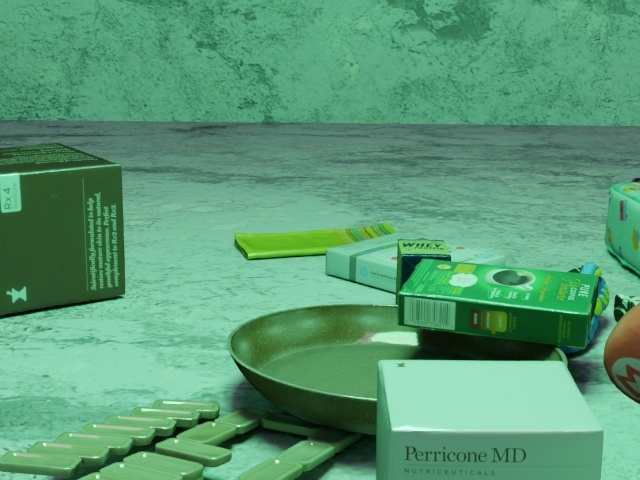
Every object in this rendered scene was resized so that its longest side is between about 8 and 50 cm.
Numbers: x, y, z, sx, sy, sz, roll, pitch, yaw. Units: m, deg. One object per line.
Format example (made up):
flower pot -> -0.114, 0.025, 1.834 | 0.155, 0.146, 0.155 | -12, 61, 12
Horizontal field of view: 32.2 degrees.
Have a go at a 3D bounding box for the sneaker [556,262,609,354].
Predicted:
sneaker -> 0.258, 0.081, 1.207 | 0.078, 0.067, 0.188 | -24, 5, 33

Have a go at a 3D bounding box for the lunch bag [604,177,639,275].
lunch bag -> 0.515, -0.014, 1.482 | 0.224, 0.108, 0.279 | 0, 13, -2

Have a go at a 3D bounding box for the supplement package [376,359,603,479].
supplement package -> 0.082, 0.162, 0.584 | 0.105, 0.179, 0.105 | 0, 13, 1

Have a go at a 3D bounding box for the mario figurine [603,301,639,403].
mario figurine -> 0.284, 0.139, 0.562 | 0.320, 0.198, 0.170 | 32, 12, 6

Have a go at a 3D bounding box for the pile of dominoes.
pile of dominoes -> -0.103, 0.178, 0.872 | 0.196, 0.040, 0.251 | 6, 7, 25

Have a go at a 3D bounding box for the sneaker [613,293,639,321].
sneaker -> 0.358, 0.082, 1.225 | 0.044, 0.040, 0.109 | 2, 14, 0

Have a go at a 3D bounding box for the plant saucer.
plant saucer -> 0.069, 0.118, 1.023 | 0.311, 0.050, 0.310 | 2, 10, 0

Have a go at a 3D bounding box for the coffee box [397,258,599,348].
coffee box -> 0.176, 0.060, 1.093 | 0.184, 0.040, 0.113 | 5, 18, 16

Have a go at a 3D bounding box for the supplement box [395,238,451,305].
supplement box -> 0.117, 0.047, 1.269 | 0.056, 0.083, 0.083 | 1, 12, 0

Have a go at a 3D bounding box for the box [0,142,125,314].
box -> -0.358, -0.021, 1.362 | 0.167, 0.168, 0.203 | -8, 16, -34

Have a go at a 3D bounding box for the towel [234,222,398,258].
towel -> 0.000, 0.000, 1.599 | 0.237, 0.021, 0.102 | -4, 13, -16

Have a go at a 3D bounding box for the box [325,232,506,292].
box -> 0.121, 0.032, 1.433 | 0.145, 0.038, 0.186 | -12, 20, -42
